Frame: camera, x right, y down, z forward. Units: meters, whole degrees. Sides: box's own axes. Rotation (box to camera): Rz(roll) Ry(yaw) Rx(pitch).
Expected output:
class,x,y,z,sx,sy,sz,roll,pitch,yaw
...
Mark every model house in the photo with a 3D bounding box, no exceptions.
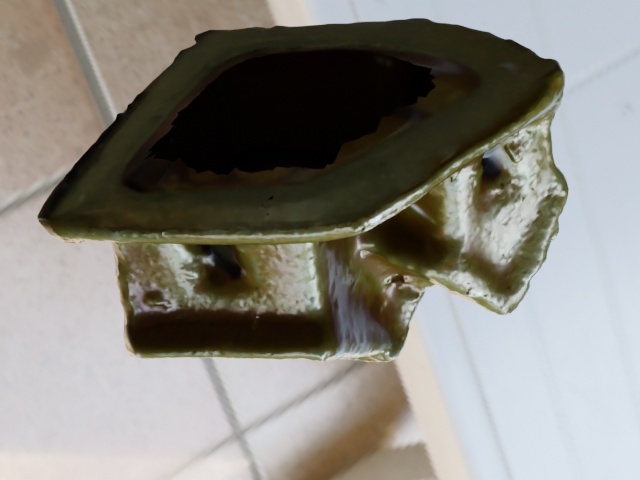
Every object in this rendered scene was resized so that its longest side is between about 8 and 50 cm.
class,x,y,z,sx,sy,sz,roll,pitch,yaw
model house,0.009,0.004,0.953,0.268,0.173,0.239,2,138,13
